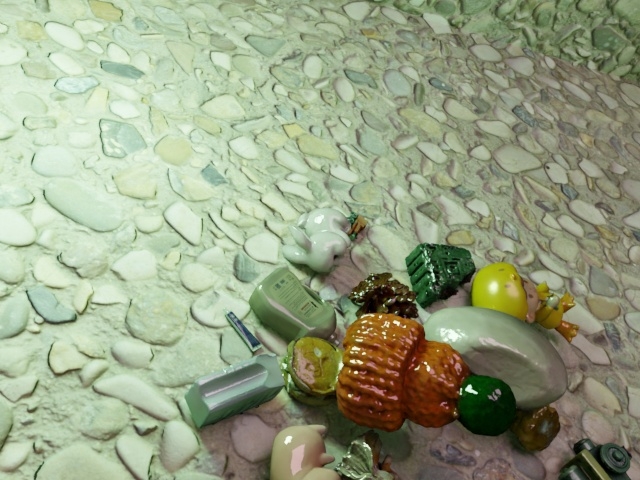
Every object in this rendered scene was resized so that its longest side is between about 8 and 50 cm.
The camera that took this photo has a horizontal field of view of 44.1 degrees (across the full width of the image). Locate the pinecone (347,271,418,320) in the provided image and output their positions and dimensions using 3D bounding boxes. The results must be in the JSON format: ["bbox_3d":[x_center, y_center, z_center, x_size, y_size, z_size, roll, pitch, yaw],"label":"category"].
[{"bbox_3d":[0.173,0.168,2.138,0.195,0.150,0.179,26,14,-3],"label":"pinecone"}]

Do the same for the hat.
[{"bbox_3d":[0.244,0.300,1.801,0.400,0.285,0.285,0,38,22],"label":"hat"}]

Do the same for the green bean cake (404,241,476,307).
[{"bbox_3d":[0.372,0.105,2.344,0.208,0.107,0.193,7,47,-26],"label":"green bean cake"}]

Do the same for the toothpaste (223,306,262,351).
[{"bbox_3d":[-0.200,0.221,1.984,0.140,0.021,0.037,48,45,15],"label":"toothpaste"}]

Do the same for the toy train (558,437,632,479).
[{"bbox_3d":[0.741,0.684,1.993,0.237,0.150,0.369,-20,60,-33],"label":"toy train"}]

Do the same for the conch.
[{"bbox_3d":[0.117,0.524,1.781,0.163,0.178,0.245,5,10,16],"label":"conch"}]

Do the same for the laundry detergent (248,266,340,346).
[{"bbox_3d":[-0.050,0.189,2.046,0.253,0.091,0.181,39,37,9],"label":"laundry detergent"}]

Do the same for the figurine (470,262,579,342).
[{"bbox_3d":[0.608,0.190,2.348,0.344,0.187,0.215,20,35,-20],"label":"figurine"}]

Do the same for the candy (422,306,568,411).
[{"bbox_3d":[0.466,0.281,2.069,0.386,0.186,0.427,28,5,15],"label":"candy"}]

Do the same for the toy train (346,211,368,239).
[{"bbox_3d":[0.098,-0.042,2.377,0.064,0.044,0.103,40,43,-6],"label":"toy train"}]

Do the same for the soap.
[{"bbox_3d":[-0.185,0.339,1.801,0.230,0.145,0.091,-16,69,-33],"label":"soap"}]

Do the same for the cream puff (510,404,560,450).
[{"bbox_3d":[0.561,0.482,2.100,0.146,0.146,0.116,-2,13,-30],"label":"cream puff"}]

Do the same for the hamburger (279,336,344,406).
[{"bbox_3d":[-0.021,0.325,1.931,0.185,0.113,0.177,-34,77,-36],"label":"hamburger"}]

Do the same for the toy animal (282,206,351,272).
[{"bbox_3d":[-0.005,-0.004,2.222,0.178,0.127,0.193,30,44,2],"label":"toy animal"}]

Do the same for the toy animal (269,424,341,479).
[{"bbox_3d":[-0.035,0.517,1.702,0.154,0.166,0.250,-4,46,-20],"label":"toy animal"}]
